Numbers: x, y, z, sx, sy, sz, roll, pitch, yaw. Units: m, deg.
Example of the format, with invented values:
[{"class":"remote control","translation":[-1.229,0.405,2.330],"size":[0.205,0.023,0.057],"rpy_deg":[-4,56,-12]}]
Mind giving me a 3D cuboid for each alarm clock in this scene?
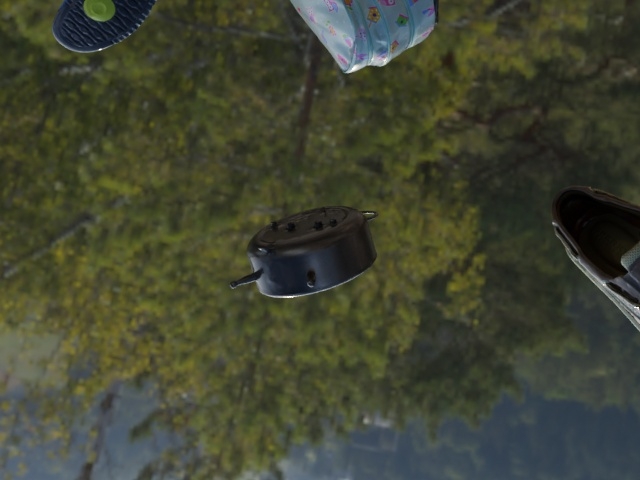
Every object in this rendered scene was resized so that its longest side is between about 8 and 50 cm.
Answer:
[{"class":"alarm clock","translation":[0.000,0.000,1.236],"size":[0.129,0.064,0.192],"rpy_deg":[-3,-162,37]}]

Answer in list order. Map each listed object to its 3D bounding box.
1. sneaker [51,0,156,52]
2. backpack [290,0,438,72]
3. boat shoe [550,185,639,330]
[{"class":"sneaker","translation":[-0.184,-0.268,1.152],"size":[0.069,0.082,0.209],"rpy_deg":[32,123,-28]},{"class":"backpack","translation":[0.032,-0.251,1.131],"size":[0.115,0.182,0.152],"rpy_deg":[-31,164,-8]},{"class":"boat shoe","translation":[0.279,0.031,0.966],"size":[0.095,0.095,0.257],"rpy_deg":[41,178,-41]}]
